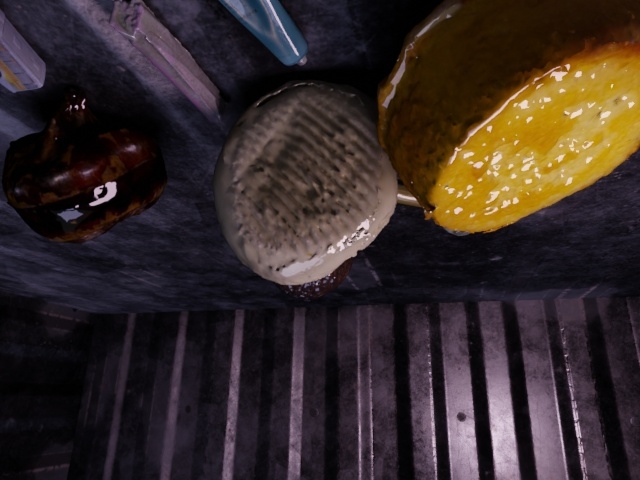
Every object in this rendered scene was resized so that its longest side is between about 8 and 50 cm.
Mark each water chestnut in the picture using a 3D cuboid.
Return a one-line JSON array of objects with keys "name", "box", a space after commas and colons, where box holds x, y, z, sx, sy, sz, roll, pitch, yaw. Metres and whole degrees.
[{"name": "water chestnut", "box": [-0.457, -0.147, 0.874, 0.299, 0.301, 0.300, 1, 161, 0]}]

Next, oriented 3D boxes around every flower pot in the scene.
[{"name": "flower pot", "box": [0.000, 0.000, 1.241, 0.266, 0.267, 0.267, 10, 150, -23]}]

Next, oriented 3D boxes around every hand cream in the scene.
[{"name": "hand cream", "box": [-0.087, -0.323, 0.627, 0.083, 0.048, 0.224, -9, 154, 33]}]

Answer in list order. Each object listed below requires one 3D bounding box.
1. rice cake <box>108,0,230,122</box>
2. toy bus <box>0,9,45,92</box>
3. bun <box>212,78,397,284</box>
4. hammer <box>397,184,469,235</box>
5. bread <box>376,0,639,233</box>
[{"name": "rice cake", "box": [-0.230, -0.278, 0.736, 0.048, 0.056, 0.270, -1, 163, 20]}, {"name": "toy bus", "box": [-0.495, -0.301, 0.673, 0.075, 0.064, 0.190, -4, 161, -2]}, {"name": "bun", "box": [-0.018, -0.100, 0.821, 0.359, 0.360, 0.211, -4, 167, 14]}, {"name": "hammer", "box": [0.291, -0.100, 1.153, 0.305, 0.113, 0.202, 10, 157, -8]}, {"name": "bread", "box": [0.272, -0.192, 0.618, 0.397, 0.216, 0.398, -14, 150, -9]}]
